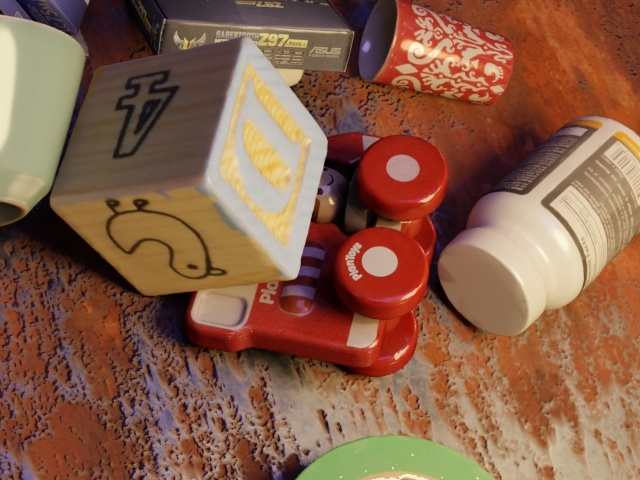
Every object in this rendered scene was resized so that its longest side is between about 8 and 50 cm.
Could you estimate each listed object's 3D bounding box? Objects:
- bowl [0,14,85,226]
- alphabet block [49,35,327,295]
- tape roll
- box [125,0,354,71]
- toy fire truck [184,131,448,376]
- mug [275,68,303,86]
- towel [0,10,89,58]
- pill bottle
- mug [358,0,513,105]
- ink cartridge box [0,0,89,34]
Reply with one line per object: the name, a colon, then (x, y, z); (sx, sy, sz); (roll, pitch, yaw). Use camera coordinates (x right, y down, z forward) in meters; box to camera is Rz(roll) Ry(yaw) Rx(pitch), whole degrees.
bowl: (-0.382, -0.100, 1.438); (0.312, 0.311, 0.163); (-3, 80, -23)
alphabet block: (-0.133, -0.074, 1.525); (0.192, 0.197, 0.193); (50, 43, -42)
tape roll: (0.081, 0.363, 1.498); (0.321, 0.077, 0.321); (9, 62, -18)
box: (-0.099, -0.266, 1.714); (0.233, 0.059, 0.183); (0, 32, -21)
toy fire truck: (0.000, 0.000, 1.618); (0.254, 0.169, 0.302); (11, 58, 5)
mug: (-0.057, -0.215, 1.753); (0.064, 0.062, 0.078); (-16, 97, -37)
towel: (-0.342, -0.258, 1.680); (0.110, 0.027, 0.148); (-23, 75, -31)
pill bottle: (0.273, -0.017, 1.726); (0.162, 0.162, 0.278); (47, 58, 6)
mug: (0.148, -0.249, 1.828); (0.169, 0.113, 0.150); (13, 61, -19)
ink cartridge box: (-0.295, -0.364, 1.603); (0.065, 0.186, 0.311); (11, 71, 21)
